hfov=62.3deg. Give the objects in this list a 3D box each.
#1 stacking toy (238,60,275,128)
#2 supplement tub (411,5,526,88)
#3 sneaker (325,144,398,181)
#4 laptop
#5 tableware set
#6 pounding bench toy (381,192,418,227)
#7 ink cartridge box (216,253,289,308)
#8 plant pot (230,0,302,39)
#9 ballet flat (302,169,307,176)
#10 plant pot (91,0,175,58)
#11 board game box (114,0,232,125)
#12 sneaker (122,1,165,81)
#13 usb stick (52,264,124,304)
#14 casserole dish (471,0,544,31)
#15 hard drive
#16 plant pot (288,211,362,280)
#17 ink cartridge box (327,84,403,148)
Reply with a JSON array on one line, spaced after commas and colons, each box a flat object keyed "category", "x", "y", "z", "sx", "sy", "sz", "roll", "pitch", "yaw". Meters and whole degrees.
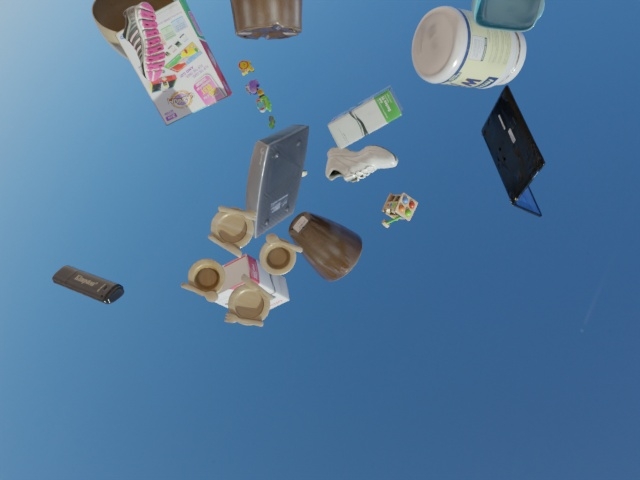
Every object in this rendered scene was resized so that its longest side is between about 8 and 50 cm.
[{"category": "stacking toy", "x": -0.232, "y": -0.534, "z": 1.963, "sx": 0.052, "sy": 0.167, "sz": 0.221, "roll": -26, "pitch": -102, "yaw": -4}, {"category": "supplement tub", "x": 0.493, "y": -0.631, "z": 1.758, "sx": 0.235, "sy": 0.325, "sz": 0.235, "roll": 12, "pitch": -77, "yaw": 59}, {"category": "sneaker", "x": 0.150, "y": -0.275, "z": 1.971, "sx": 0.297, "sy": 0.111, "sz": 0.129, "roll": 1, "pitch": -114, "yaw": 35}, {"category": "laptop", "x": 0.506, "y": -0.212, "z": 1.316, "sx": 0.137, "sy": 0.264, "sz": 0.234, "roll": -8, "pitch": -117, "yaw": -10}, {"category": "tableware set", "x": -0.119, "y": 0.039, "z": 0.791, "sx": 0.168, "sy": 0.141, "sz": 0.020, "roll": -63, "pitch": -177, "yaw": -3}, {"category": "pounding bench toy", "x": 0.192, "y": -0.069, "z": 1.308, "sx": 0.065, "sy": 0.052, "sz": 0.083, "roll": 8, "pitch": -110, "yaw": 63}, {"category": "ink cartridge box", "x": -0.220, "y": 0.145, "z": 1.620, "sx": 0.159, "sy": 0.218, "sz": 0.092, "roll": -27, "pitch": -122, "yaw": 18}, {"category": "plant pot", "x": -0.100, "y": -0.464, "z": 0.974, "sx": 0.167, "sy": 0.167, "sz": 0.165, "roll": 10, "pitch": -73, "yaw": 46}, {"category": "ballet flat", "x": -0.125, "y": -0.192, "z": 1.623, "sx": 0.057, "sy": 0.173, "sz": 0.049, "roll": -148, "pitch": -131, "yaw": -71}, {"category": "plant pot", "x": -0.653, "y": -0.753, "z": 1.910, "sx": 0.191, "sy": 0.284, "sz": 0.284, "roll": 102, "pitch": -10, "yaw": -56}, {"category": "board game box", "x": -0.463, "y": -0.560, "z": 1.689, "sx": 0.242, "sy": 0.316, "sz": 0.064, "roll": -21, "pitch": -159, "yaw": 12}, {"category": "sneaker", "x": -0.409, "y": -0.454, "z": 1.215, "sx": 0.075, "sy": 0.170, "sz": 0.063, "roll": 14, "pitch": -146, "yaw": 26}, {"category": "usb stick", "x": -0.705, "y": 0.131, "z": 1.600, "sx": 0.278, "sy": 0.045, "sz": 0.077, "roll": 14, "pitch": -140, "yaw": 31}, {"category": "casserole dish", "x": 0.469, "y": -0.584, "z": 1.319, "sx": 0.188, "sy": 0.037, "sz": 0.114, "roll": 25, "pitch": -60, "yaw": 35}, {"category": "hard drive", "x": -0.107, "y": -0.143, "z": 1.252, "sx": 0.054, "sy": 0.172, "sz": 0.254, "roll": 30, "pitch": -48, "yaw": 20}, {"category": "plant pot", "x": 0.000, "y": 0.000, "z": 1.941, "sx": 0.215, "sy": 0.230, "sz": 0.215, "roll": -32, "pitch": -143, "yaw": 28}, {"category": "ink cartridge box", "x": 0.135, "y": -0.371, "z": 1.591, "sx": 0.208, "sy": 0.087, "sz": 0.153, "roll": -27, "pitch": -165, "yaw": 18}]
